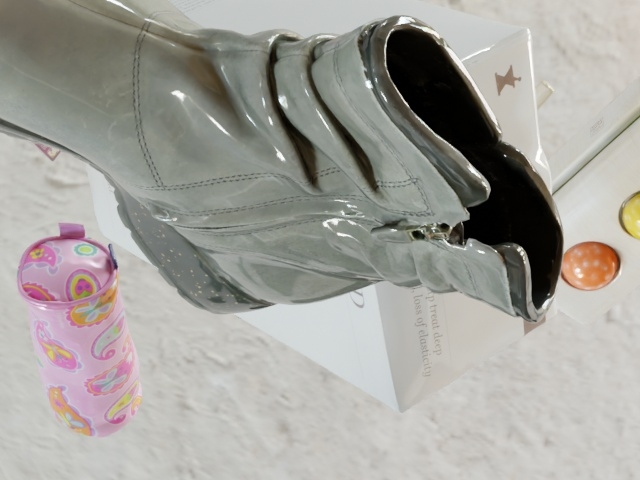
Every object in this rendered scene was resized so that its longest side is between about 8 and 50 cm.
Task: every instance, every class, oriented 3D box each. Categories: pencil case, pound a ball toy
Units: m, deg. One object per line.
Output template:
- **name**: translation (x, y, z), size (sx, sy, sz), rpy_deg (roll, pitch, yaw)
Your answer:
- **pencil case**: translation (-0.278, 0.110, 1.725), size (0.124, 0.124, 0.284), rpy_deg (-27, 143, -20)
- **pound a ball toy**: translation (0.261, -0.055, 1.388), size (0.208, 0.136, 0.319), rpy_deg (35, 120, -19)

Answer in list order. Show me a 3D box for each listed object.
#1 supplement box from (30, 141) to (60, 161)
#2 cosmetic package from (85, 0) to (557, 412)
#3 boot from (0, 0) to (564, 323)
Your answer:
- **supplement box**: translation (-0.320, -0.134, 1.716), size (0.043, 0.083, 0.055), rpy_deg (37, 83, 14)
- **cosmetic package**: translation (-0.023, -0.064, 1.038), size (0.156, 0.385, 0.217), rpy_deg (-27, 121, -27)
- **boot**: translation (-0.030, -0.057, 0.478), size (0.246, 0.161, 0.083), rpy_deg (43, 58, -36)
